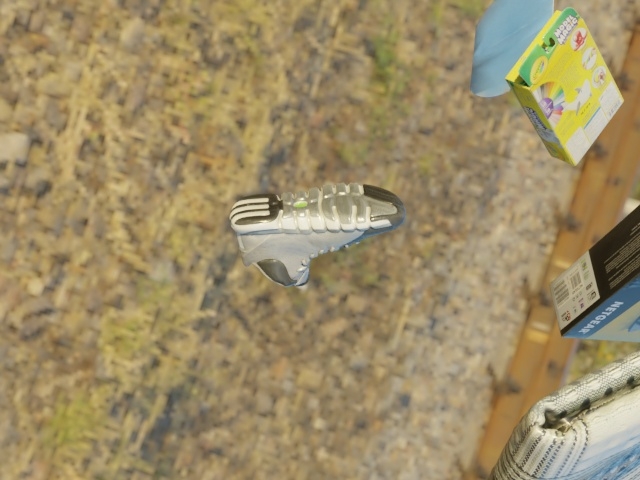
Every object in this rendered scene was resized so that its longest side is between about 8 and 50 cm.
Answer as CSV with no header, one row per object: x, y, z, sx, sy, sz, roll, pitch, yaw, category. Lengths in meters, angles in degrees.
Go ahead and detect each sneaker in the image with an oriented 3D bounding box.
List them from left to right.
0.000,0.000,1.856,0.086,0.229,0.132,-86,173,-52,sneaker

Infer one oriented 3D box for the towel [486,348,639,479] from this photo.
0.249,0.132,0.994,0.324,0.056,0.312,-24,155,-20,towel

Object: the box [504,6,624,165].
0.272,-0.175,1.582,0.105,0.043,0.179,-52,140,-11,box

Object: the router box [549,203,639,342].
0.461,0.026,1.696,0.309,0.243,0.081,128,-40,-52,router box

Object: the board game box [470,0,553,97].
0.239,-0.238,1.680,0.133,0.033,0.168,-28,-136,45,board game box
